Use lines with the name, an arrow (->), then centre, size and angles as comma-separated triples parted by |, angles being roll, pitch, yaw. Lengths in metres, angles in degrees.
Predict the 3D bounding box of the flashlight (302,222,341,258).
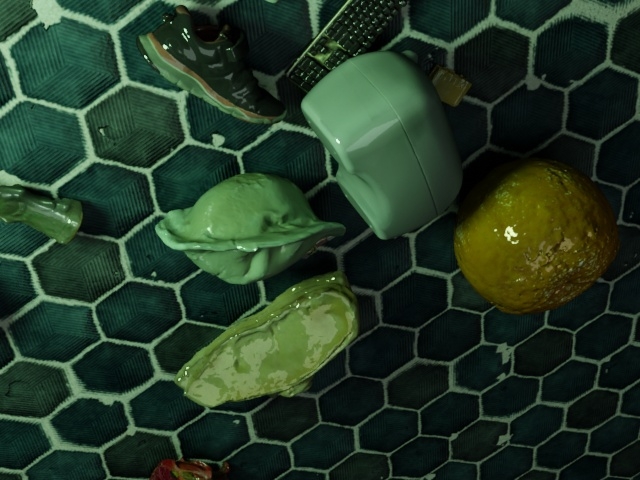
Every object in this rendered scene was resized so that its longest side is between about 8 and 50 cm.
flashlight -> 0.000, 0.000, 1.952 | 0.110, 0.031, 0.052 | -32, 130, 5

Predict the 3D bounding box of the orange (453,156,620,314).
orange -> 0.440, -0.015, 1.943 | 0.340, 0.293, 0.341 | -20, 147, -14

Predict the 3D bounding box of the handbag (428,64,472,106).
handbag -> 0.246, -0.302, 1.815 | 0.083, 0.027, 0.061 | 20, 118, -31

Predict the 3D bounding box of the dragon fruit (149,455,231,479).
dragon fruit -> -0.302, 0.594, 2.248 | 0.211, 0.134, 0.262 | -1, 143, -35

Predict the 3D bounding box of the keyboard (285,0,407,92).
keyboard -> 0.073, -0.389, 1.682 | 0.106, 0.027, 0.317 | 30, 111, -35

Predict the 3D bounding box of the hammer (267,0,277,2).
hammer -> -0.078, -0.447, 1.579 | 0.052, 0.031, 0.083 | 19, 111, -36

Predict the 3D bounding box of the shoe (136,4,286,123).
shoe -> -0.170, -0.306, 1.605 | 0.291, 0.114, 0.137 | 29, 107, -32

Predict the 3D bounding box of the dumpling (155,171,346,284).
dumpling -> -0.134, -0.030, 1.779 | 0.320, 0.212, 0.270 | -32, 169, -13

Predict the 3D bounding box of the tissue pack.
tissue pack -> 0.134, -0.183, 1.723 | 0.236, 0.229, 0.333 | -33, 139, -2

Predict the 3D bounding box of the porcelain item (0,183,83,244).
porcelain item -> -0.542, -0.062, 1.672 | 0.215, 0.069, 0.081 | 22, 128, -34

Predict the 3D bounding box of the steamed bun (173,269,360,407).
steamed bun -> -0.082, 0.242, 2.037 | 0.428, 0.189, 0.247 | -34, 101, 5
